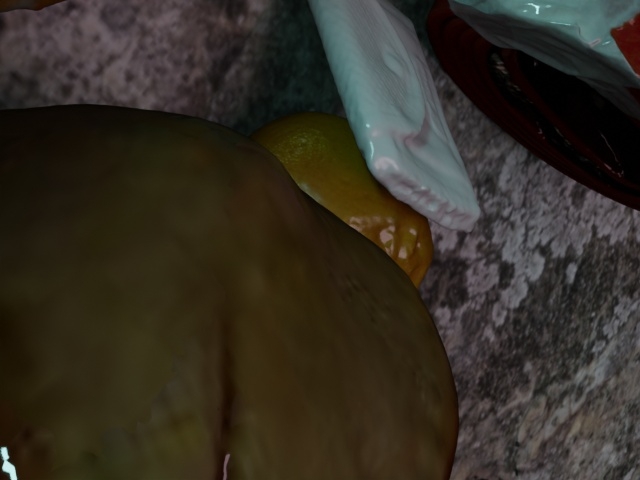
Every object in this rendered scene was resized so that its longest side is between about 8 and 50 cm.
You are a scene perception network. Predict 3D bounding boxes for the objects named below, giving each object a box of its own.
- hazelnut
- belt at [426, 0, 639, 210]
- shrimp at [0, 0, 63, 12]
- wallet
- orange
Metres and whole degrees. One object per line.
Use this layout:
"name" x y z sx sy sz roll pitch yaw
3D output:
"hazelnut" -0.115 0.111 0.580 0.372 0.315 0.372 -31 155 -16
"belt" 0.204 -0.128 0.847 0.324 0.227 0.115 37 78 -49
"shrimp" -0.149 -0.197 0.594 0.161 0.049 0.166 -26 118 -34
"wallet" 0.044 -0.095 0.754 0.032 0.183 0.124 -32 142 22
"orange" 0.000 0.000 0.763 0.159 0.136 0.159 -19 118 -41
